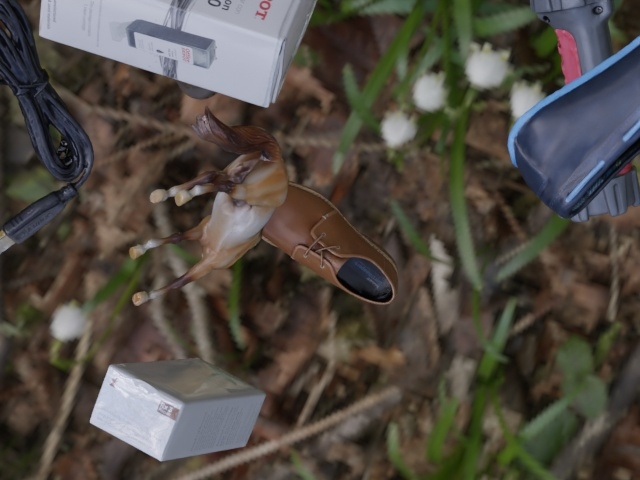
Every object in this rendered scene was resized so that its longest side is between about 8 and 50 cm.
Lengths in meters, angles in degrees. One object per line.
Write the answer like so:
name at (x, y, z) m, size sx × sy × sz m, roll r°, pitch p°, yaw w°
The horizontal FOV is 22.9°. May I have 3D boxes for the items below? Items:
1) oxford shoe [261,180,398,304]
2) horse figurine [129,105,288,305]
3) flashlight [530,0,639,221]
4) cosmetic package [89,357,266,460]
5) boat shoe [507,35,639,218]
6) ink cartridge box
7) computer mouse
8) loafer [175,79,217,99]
oxford shoe at (0.000, 0.000, 1.700) m, size 0.212 × 0.076 × 0.076 m, roll 31°, pitch 103°, yaw -13°
horse figurine at (-0.097, -0.031, 1.558) m, size 0.066 × 0.174 × 0.263 m, roll 53°, pitch 143°, yaw 23°
flashlight at (0.299, -0.179, 1.836) m, size 0.103 × 0.103 × 0.304 m, roll -153°, pitch 49°, yaw -73°
cosmetic package at (-0.175, 0.209, 1.981) m, size 0.117 × 0.231 × 0.086 m, roll 25°, pitch 99°, yaw 24°
boat shoe at (0.262, -0.105, 1.128) m, size 0.258 × 0.109 × 0.089 m, roll -36°, pitch 70°, yaw 22°
ink cartridge box at (-0.118, -0.226, 1.393) m, size 0.217 × 0.159 × 0.092 m, roll 19°, pitch 141°, yaw 1°
computer mouse at (-0.297, -0.051, 1.143) m, size 0.184 × 0.262 × 0.060 m, roll 59°, pitch 169°, yaw -30°
loafer at (-0.168, -0.265, 1.930) m, size 0.130 × 0.134 × 0.366 m, roll 48°, pitch 168°, yaw -22°
